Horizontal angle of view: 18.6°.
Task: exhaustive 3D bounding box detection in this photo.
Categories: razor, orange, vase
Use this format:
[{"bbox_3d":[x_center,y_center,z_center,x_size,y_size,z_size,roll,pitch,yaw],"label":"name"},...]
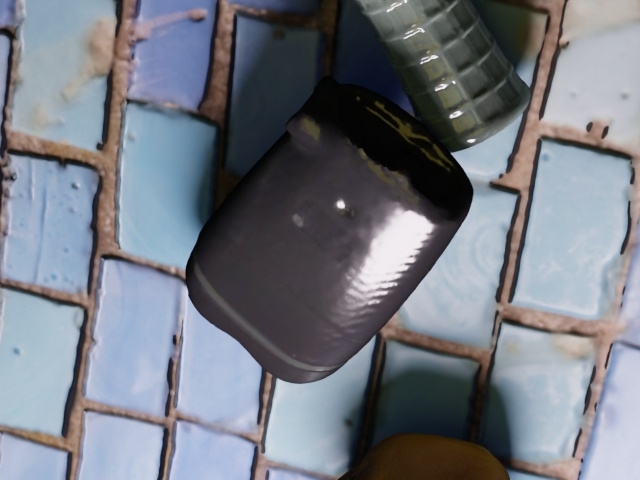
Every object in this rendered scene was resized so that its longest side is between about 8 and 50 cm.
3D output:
[{"bbox_3d":[-0.001,0.001,1.912,0.204,0.113,0.349,38,138,0],"label":"razor"},{"bbox_3d":[0.091,0.297,2.005,0.249,0.249,0.183,-34,108,25],"label":"orange"},{"bbox_3d":[0.083,-0.232,1.827,0.143,0.143,0.299,-24,108,23],"label":"vase"}]
